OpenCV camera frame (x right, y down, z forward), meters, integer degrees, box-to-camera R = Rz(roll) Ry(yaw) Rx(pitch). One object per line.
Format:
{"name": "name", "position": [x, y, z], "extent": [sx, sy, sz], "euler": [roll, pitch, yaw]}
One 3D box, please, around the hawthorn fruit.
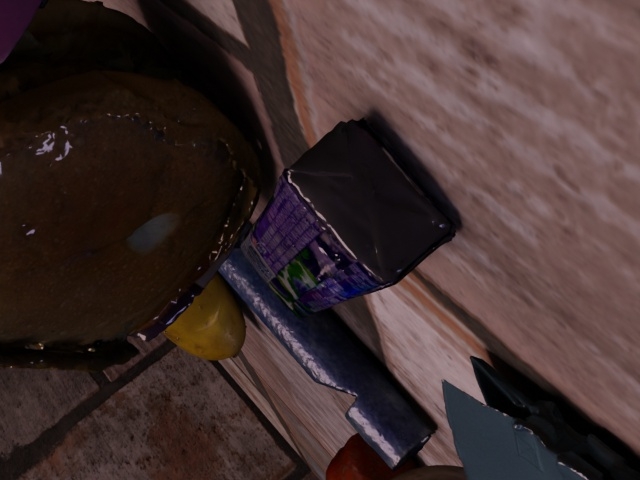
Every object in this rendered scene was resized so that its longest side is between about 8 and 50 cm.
{"name": "hawthorn fruit", "position": [0.064, 0.290, 1.003], "extent": [0.128, 0.128, 0.128], "euler": [47, 166, 16]}

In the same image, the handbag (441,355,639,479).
{"name": "handbag", "position": [0.167, 0.169, 0.491], "extent": [0.221, 0.057, 0.144], "euler": [36, 155, 48]}

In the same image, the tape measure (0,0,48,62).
{"name": "tape measure", "position": [-0.229, -0.208, 0.444], "extent": [0.231, 0.245, 0.149], "euler": [2, 177, 41]}

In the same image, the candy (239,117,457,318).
{"name": "candy", "position": [0.000, 0.000, 0.574], "extent": [0.088, 0.061, 0.312], "euler": [51, 167, -1]}

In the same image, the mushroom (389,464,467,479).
{"name": "mushroom", "position": [0.121, 0.288, 0.659], "extent": [0.226, 0.178, 0.226], "euler": [42, 167, 12]}

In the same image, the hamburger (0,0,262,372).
{"name": "hamburger", "position": [-0.203, -0.040, 0.656], "extent": [0.195, 0.277, 0.318], "euler": [43, -171, 32]}

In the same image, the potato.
{"name": "potato", "position": [-0.226, 0.079, 1.329], "extent": [0.173, 0.140, 0.300], "euler": [27, 158, 44]}

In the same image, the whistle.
{"name": "whistle", "position": [-0.006, 0.099, 0.849], "extent": [0.304, 0.062, 0.062], "euler": [47, 165, 18]}
